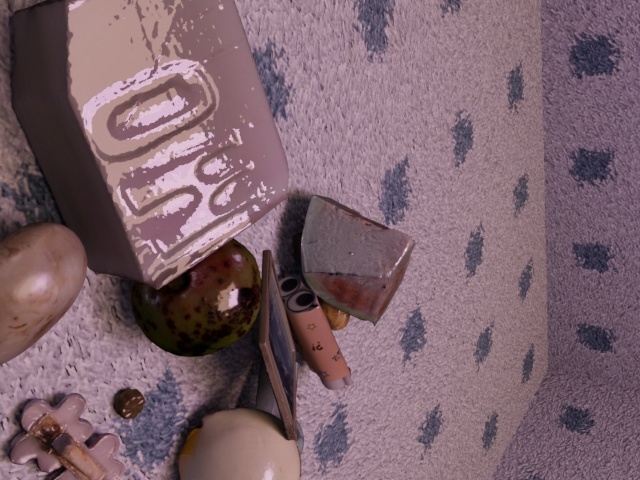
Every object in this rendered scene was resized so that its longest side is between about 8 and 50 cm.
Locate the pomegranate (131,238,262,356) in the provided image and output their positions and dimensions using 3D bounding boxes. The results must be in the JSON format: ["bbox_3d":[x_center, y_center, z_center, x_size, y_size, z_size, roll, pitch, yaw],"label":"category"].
[{"bbox_3d":[-0.231,0.098,1.237,0.306,0.242,0.243,160,-55,-80],"label":"pomegranate"}]

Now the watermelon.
[{"bbox_3d":[0.115,0.039,1.558,0.387,0.258,0.228,46,50,-32],"label":"watermelon"}]

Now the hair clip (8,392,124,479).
[{"bbox_3d":[-0.430,0.366,1.134,0.146,0.075,0.257,-51,143,-31],"label":"hair clip"}]

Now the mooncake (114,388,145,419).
[{"bbox_3d":[-0.365,0.457,1.267,0.150,0.057,0.347,-29,116,-33],"label":"mooncake"}]

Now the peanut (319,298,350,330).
[{"bbox_3d":[0.036,0.144,1.714,0.089,0.089,0.193,-9,102,-53],"label":"peanut"}]

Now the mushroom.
[{"bbox_3d":[-0.461,0.047,0.909,0.243,0.243,0.244,-20,115,-51],"label":"mushroom"}]

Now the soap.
[{"bbox_3d":[-0.264,-0.193,1.031,0.350,0.212,0.435,-32,121,-30],"label":"soap"}]

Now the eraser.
[{"bbox_3d":[-0.020,0.226,1.595,0.087,0.171,0.291,-32,129,-13],"label":"eraser"}]

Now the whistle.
[{"bbox_3d":[-0.110,0.437,1.544,0.163,0.163,0.290,45,43,-50],"label":"whistle"}]

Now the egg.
[{"bbox_3d":[-0.160,0.503,1.363,0.264,0.174,0.287,-6,99,-10],"label":"egg"}]

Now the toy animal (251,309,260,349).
[{"bbox_3d":[-0.142,0.177,1.486,0.253,0.070,0.079,63,34,-38],"label":"toy animal"}]

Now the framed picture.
[{"bbox_3d":[-0.086,0.221,1.359,0.247,0.022,0.335,-93,174,-48],"label":"framed picture"}]

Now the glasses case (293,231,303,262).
[{"bbox_3d":[0.001,-0.001,1.659,0.190,0.042,0.072,-21,108,-50],"label":"glasses case"}]
